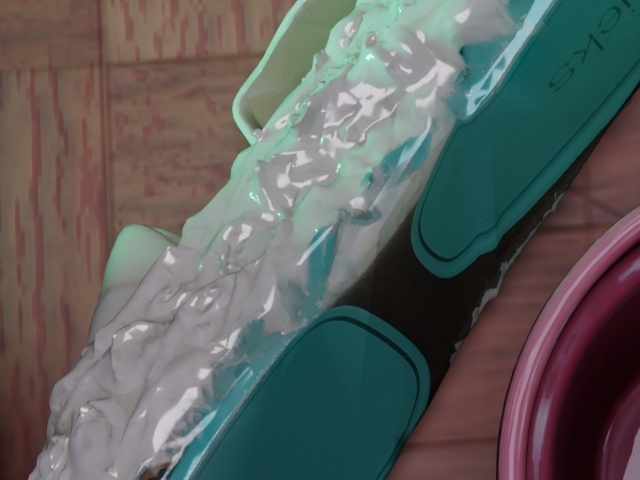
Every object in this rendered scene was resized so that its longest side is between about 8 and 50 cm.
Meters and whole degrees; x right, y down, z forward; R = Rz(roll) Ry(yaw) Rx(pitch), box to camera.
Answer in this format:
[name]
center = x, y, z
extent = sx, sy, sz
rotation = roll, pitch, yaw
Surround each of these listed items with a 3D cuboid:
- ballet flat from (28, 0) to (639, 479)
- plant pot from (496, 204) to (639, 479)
[ballet flat]
center = 0.000, 0.000, 0.703
extent = 0.147, 0.147, 0.409
rotation = 36, 82, 9
[plant pot]
center = 0.159, 0.083, 0.632
extent = 0.201, 0.180, 0.201
rotation = -1, 80, 4
